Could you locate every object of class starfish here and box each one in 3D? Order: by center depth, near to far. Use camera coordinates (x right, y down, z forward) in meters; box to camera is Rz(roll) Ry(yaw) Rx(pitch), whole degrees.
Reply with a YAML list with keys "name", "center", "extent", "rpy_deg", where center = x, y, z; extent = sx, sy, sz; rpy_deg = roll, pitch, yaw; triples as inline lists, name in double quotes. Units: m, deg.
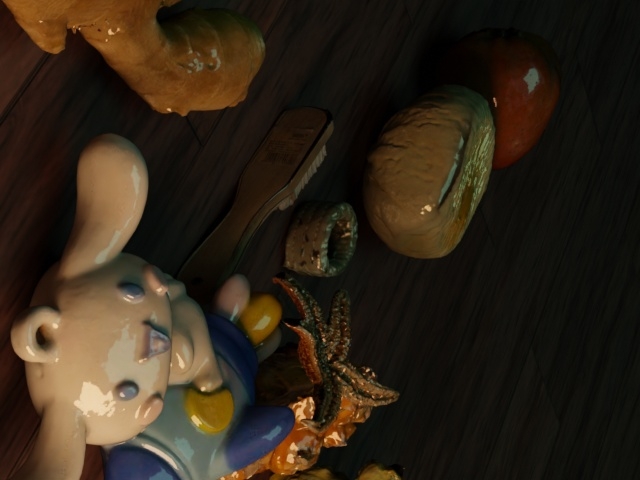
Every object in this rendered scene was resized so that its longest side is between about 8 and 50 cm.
- name: "starfish"
  center: [0.013, 0.134, 1.518]
  extent: [0.238, 0.057, 0.213]
  rpy_deg: [49, 33, -41]

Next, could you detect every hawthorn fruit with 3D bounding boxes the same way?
- name: "hawthorn fruit"
  center: [0.256, -0.193, 2.108]
  extent: [0.199, 0.199, 0.251]
  rpy_deg: [-28, 130, -57]

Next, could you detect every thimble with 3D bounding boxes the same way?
- name: "thimble"
  center: [0.000, 0.000, 1.777]
  extent: [0.110, 0.062, 0.084]
  rpy_deg: [-58, 140, -41]

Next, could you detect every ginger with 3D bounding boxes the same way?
- name: "ginger"
  center: [-0.195, -0.241, 1.366]
  extent: [0.348, 0.122, 0.363]
  rpy_deg: [-49, 140, -45]

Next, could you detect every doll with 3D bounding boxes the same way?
- name: "doll"
  center: [-0.157, 0.135, 1.384]
  extent: [0.366, 0.187, 0.376]
  rpy_deg: [34, 80, -50]

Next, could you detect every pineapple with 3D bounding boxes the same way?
- name: "pineapple"
  center: [-0.054, 0.193, 1.628]
  extent: [0.237, 0.186, 0.114]
  rpy_deg: [-15, 120, -15]

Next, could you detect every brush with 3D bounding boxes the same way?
- name: "brush"
  center: [-0.071, -0.034, 1.651]
  extent: [0.327, 0.070, 0.065]
  rpy_deg: [-58, 151, -38]

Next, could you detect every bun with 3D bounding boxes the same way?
- name: "bun"
  center: [0.142, -0.101, 1.933]
  extent: [0.244, 0.153, 0.243]
  rpy_deg: [19, 90, -76]

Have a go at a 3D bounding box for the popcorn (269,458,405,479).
- name: "popcorn"
  center: [0.027, 0.356, 1.734]
  extent: [0.173, 0.195, 0.168]
  rpy_deg: [-44, 123, -56]
